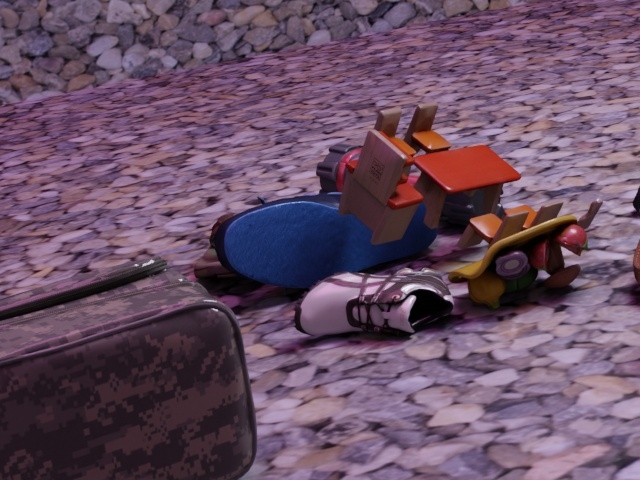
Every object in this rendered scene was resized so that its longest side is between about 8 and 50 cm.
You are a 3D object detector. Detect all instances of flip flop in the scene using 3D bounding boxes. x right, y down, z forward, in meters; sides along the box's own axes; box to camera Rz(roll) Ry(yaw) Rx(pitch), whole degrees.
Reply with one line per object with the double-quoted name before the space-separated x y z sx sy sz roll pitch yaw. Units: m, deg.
"flip flop" -0.114 -0.008 1.956 0.112 0.080 0.277 -3 19 13

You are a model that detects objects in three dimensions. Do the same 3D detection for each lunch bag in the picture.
"lunch bag" -0.248 0.143 1.358 0.305 0.212 0.256 -16 20 -22

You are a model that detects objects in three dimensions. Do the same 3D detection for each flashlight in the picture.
"flashlight" 0.130 -0.084 2.052 0.103 0.103 0.304 -22 22 -39

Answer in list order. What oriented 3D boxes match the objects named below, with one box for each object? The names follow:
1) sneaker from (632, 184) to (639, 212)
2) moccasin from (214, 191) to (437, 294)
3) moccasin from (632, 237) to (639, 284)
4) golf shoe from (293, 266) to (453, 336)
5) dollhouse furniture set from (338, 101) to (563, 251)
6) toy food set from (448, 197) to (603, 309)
"sneaker" 0.557 -0.098 1.952 0.235 0.084 0.097 -32 63 -18
"moccasin" 0.000 0.000 1.859 0.342 0.137 0.117 -2 9 -33
"moccasin" 0.496 -0.079 1.713 0.139 0.147 0.380 7 47 48
"golf shoe" 0.067 0.078 1.638 0.198 0.077 0.094 -13 20 -13
"dollhouse furniture set" 0.158 -0.087 1.794 0.259 0.135 0.262 -14 45 -41
"toy food set" 0.269 0.030 1.685 0.218 0.071 0.128 -22 -16 -13
